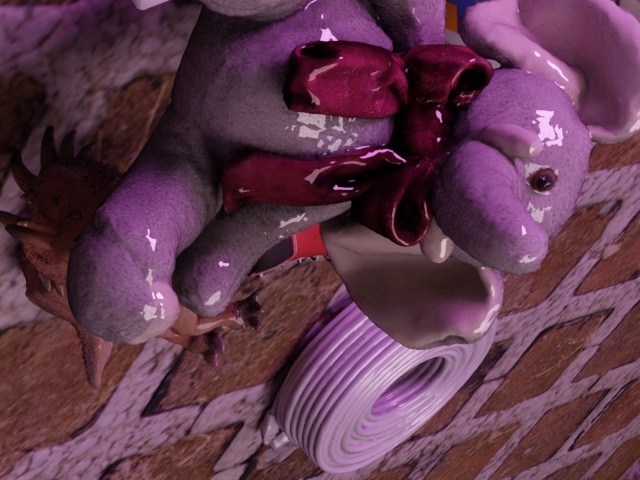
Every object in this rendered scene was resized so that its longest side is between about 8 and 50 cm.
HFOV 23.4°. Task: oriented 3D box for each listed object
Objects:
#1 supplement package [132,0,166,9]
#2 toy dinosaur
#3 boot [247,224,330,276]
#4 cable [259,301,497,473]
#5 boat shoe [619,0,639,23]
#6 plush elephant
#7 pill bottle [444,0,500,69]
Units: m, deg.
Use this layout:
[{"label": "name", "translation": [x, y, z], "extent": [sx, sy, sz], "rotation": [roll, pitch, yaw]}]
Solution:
[{"label": "supplement package", "translation": [-0.062, -0.246, 0.632], "extent": [0.149, 0.203, 0.194], "rotation": [-27, 152, -28]}, {"label": "toy dinosaur", "translation": [-0.151, 0.013, 1.054], "extent": [0.200, 0.127, 0.296], "rotation": [3, 157, -29]}, {"label": "boot", "translation": [0.000, 0.000, 1.296], "extent": [0.176, 0.088, 0.244], "rotation": [-36, 148, -9]}, {"label": "cable", "translation": [0.070, 0.132, 1.613], "extent": [0.257, 0.089, 0.257], "rotation": [-26, 152, -29]}, {"label": "boat shoe", "translation": [0.302, -0.243, 1.345], "extent": [0.063, 0.066, 0.184], "rotation": [-51, 155, -11]}, {"label": "plush elephant", "translation": [0.044, -0.057, 0.887], "extent": [0.272, 0.255, 0.330], "rotation": [-65, 177, 21]}, {"label": "pill bottle", "translation": [0.123, -0.216, 1.015], "extent": [0.152, 0.152, 0.272], "rotation": [-35, 155, -11]}]
